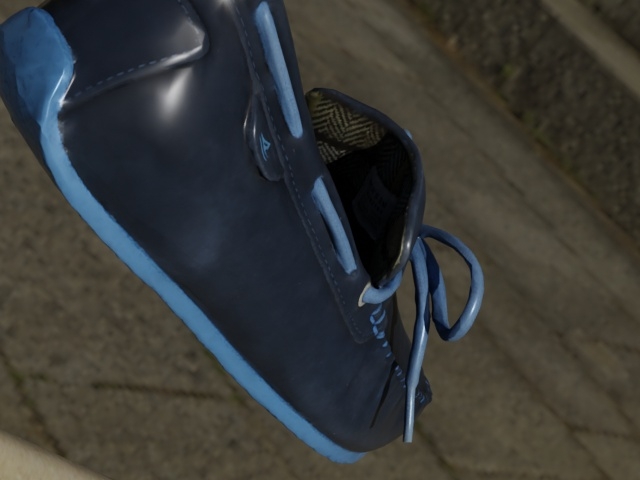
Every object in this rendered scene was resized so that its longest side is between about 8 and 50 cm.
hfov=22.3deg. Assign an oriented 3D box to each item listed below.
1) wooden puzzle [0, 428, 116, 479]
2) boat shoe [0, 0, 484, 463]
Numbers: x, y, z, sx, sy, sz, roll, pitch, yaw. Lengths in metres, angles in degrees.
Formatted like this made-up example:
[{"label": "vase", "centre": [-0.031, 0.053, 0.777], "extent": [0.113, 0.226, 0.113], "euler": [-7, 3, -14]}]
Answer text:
[{"label": "wooden puzzle", "centre": [-0.046, 0.192, 0.237], "extent": [0.322, 0.080, 0.348], "euler": [49, 33, -66]}, {"label": "boat shoe", "centre": [0.000, 0.000, 0.501], "extent": [0.109, 0.089, 0.258], "euler": [55, 2, 26]}]
